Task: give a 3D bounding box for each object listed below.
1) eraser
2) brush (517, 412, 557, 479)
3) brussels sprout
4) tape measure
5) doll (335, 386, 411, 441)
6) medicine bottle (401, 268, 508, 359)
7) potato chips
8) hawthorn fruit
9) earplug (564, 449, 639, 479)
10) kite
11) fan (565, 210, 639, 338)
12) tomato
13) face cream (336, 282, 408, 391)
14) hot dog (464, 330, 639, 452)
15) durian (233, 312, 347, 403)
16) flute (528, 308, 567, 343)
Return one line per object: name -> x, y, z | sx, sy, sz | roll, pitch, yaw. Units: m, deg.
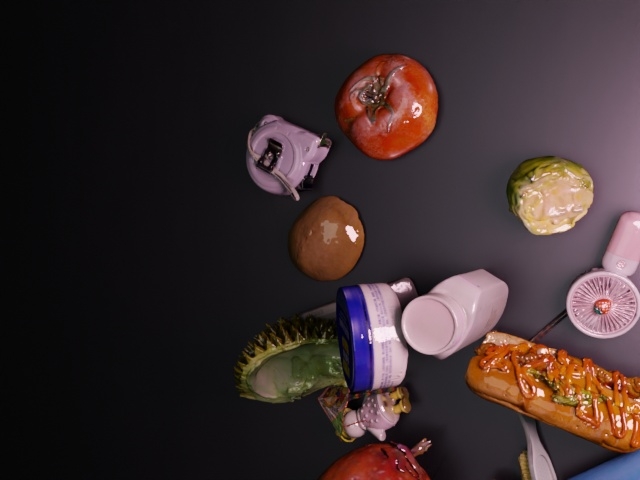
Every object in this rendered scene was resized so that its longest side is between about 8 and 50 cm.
eraser -> 0.059, 0.174, 1.587 | 0.352, 0.061, 0.089 | -23, 85, 29
brush -> 0.421, 0.425, 1.407 | 0.060, 0.068, 0.296 | -23, 77, 51
brussels sprout -> 0.431, -0.095, 1.331 | 0.152, 0.122, 0.149 | 27, 116, -11
tape measure -> -0.088, -0.191, 1.622 | 0.196, 0.105, 0.178 | 21, 104, 25
doll -> 0.110, 0.394, 1.560 | 0.207, 0.081, 0.129 | -35, 47, 29
medicine bottle -> 0.260, 0.142, 1.337 | 0.111, 0.296, 0.161 | 33, 109, 23
potato chips -> 0.001, 0.000, 1.611 | 0.208, 0.062, 0.195 | -19, 86, 27
hawthorn fruit -> 0.133, 0.541, 1.469 | 0.276, 0.276, 0.307 | 31, 85, 24
earplug -> 0.576, 0.453, 1.282 | 0.273, 0.132, 0.132 | -39, 74, 22
kite -> 0.076, 0.350, 1.558 | 0.244, 0.006, 0.197 | -19, 50, 43
fan -> 0.541, 0.062, 1.284 | 0.130, 0.074, 0.244 | 19, 108, 14
tomato -> 0.130, -0.290, 1.499 | 0.237, 0.095, 0.236 | 2, 93, 30
face cream -> 0.098, 0.186, 1.351 | 0.111, 0.206, 0.205 | -4, 91, -5
hot dog -> 0.448, 0.270, 1.312 | 0.349, 0.158, 0.117 | 20, 131, 25
durian -> -0.035, 0.267, 1.533 | 0.395, 0.163, 0.197 | -15, 93, 18
flute -> 0.505, 0.119, 1.360 | 0.014, 0.014, 0.269 | 49, 114, 18
